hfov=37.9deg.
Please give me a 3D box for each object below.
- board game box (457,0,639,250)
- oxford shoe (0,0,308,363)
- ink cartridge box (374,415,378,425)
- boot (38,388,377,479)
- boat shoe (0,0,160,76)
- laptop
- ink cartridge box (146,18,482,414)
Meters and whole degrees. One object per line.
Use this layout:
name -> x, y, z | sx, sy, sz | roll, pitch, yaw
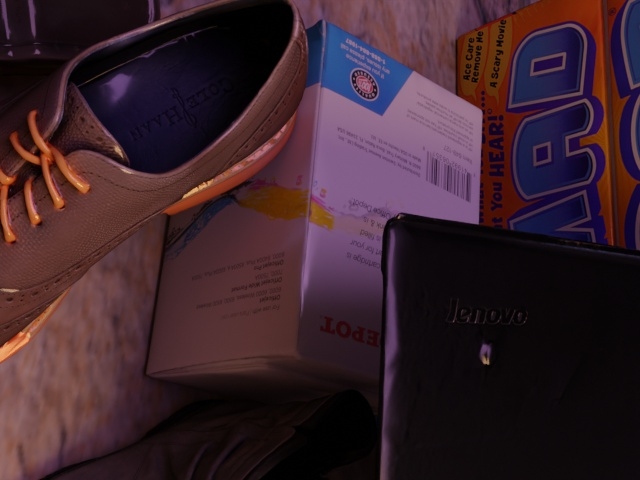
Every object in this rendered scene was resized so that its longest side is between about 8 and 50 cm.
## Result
board game box -> 0.387, -0.045, 0.940 | 0.357, 0.356, 0.356 | 17, 68, -41
oxford shoe -> -0.161, -0.030, 0.497 | 0.364, 0.133, 0.130 | -38, 87, -18
ink cartridge box -> 0.105, 0.140, 0.782 | 0.088, 0.122, 0.052 | 33, 58, -33
boot -> -0.088, 0.158, 0.559 | 0.246, 0.161, 0.083 | -33, 100, -41
boat shoe -> -0.246, -0.140, 0.533 | 0.307, 0.104, 0.110 | 6, 84, -45
laptop -> 0.090, 0.213, 0.635 | 0.382, 0.408, 0.236 | 7, 49, -43
ink cartridge box -> 0.000, 0.000, 0.684 | 0.171, 0.168, 0.232 | 22, 65, -38
